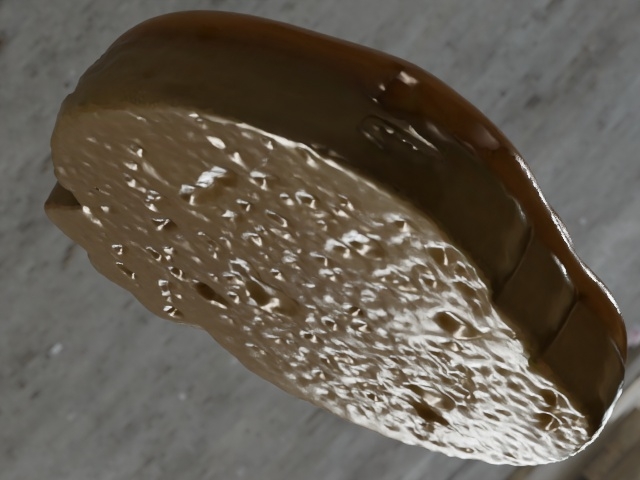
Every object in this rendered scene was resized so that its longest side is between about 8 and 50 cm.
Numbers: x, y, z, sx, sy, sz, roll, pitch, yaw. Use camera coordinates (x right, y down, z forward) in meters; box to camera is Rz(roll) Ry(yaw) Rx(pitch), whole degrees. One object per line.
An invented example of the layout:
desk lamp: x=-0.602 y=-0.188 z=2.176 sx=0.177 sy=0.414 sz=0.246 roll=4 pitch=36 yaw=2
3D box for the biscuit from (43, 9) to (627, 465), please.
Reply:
biscuit: x=0.002 y=-0.003 z=0.441 sx=0.050 sy=0.170 sz=0.170 roll=-61 pitch=171 yaw=-24
